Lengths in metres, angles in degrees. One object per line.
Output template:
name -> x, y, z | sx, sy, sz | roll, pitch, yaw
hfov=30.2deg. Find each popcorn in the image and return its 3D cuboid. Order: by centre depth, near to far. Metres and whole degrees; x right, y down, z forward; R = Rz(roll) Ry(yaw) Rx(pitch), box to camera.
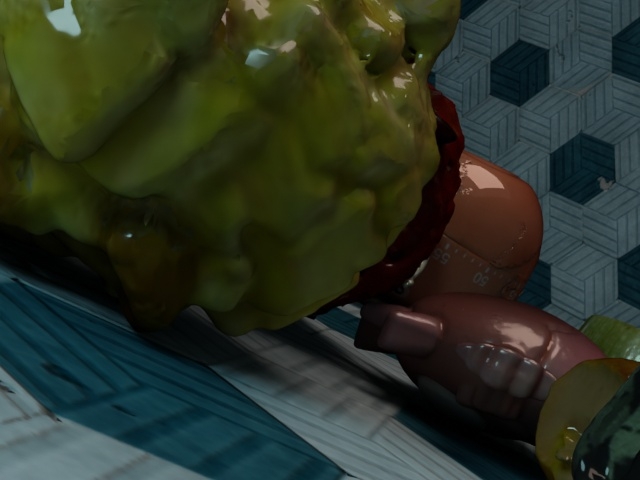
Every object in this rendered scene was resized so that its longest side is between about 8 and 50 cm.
popcorn -> -0.047, -0.091, 0.613 | 0.265, 0.332, 0.225 | 55, -27, -2

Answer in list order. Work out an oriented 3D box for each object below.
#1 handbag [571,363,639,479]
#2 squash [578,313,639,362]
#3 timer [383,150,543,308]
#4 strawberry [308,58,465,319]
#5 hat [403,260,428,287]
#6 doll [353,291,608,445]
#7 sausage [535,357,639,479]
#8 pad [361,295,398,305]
handbag -> 0.325, 0.188, 0.396 | 0.416, 0.180, 0.317 | 32, 10, -21
squash -> 0.255, 0.139, 0.976 | 0.170, 0.123, 0.170 | 24, -1, 1
timer -> 0.162, -0.003, 1.498 | 0.229, 0.215, 0.229 | 25, 9, -4
strawberry -> -0.023, -0.073, 0.852 | 0.261, 0.261, 0.257 | 28, 7, 9
hat -> 0.000, 0.000, 1.359 | 0.219, 0.164, 0.226 | -6, -11, -45
doll -> 0.125, 0.087, 0.798 | 0.211, 0.093, 0.262 | 22, -2, 5
sausage -> 0.266, 0.165, 0.684 | 0.328, 0.112, 0.112 | 27, 3, -24
pad -> 0.078, 0.074, 1.476 | 0.202, 0.005, 0.299 | 30, 4, 36
